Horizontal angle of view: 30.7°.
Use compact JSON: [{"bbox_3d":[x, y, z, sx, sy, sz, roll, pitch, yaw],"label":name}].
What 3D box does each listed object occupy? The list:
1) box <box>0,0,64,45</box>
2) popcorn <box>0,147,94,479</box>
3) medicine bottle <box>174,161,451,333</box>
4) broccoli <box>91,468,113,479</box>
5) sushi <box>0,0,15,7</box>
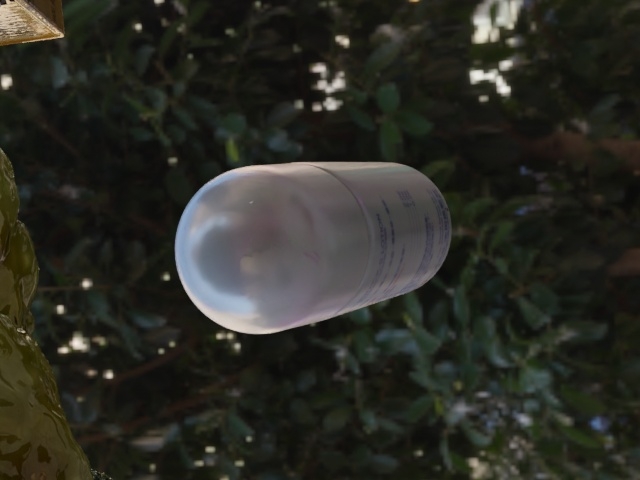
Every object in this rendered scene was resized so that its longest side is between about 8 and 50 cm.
[{"bbox_3d":[-0.277,-0.268,0.914,0.274,0.076,0.174,46,-144,-87],"label":"box"},{"bbox_3d":[-0.318,0.089,0.669,0.293,0.334,0.292,-149,50,-65],"label":"popcorn"},{"bbox_3d":[0.000,0.000,0.963,0.341,0.130,0.130,-11,-82,-67],"label":"medicine bottle"},{"bbox_3d":[-0.280,0.322,1.420,0.097,0.092,0.095,-53,-6,16],"label":"broccoli"},{"bbox_3d":[-0.267,-0.218,0.680,0.040,0.193,0.210,-48,-61,-51],"label":"sushi"}]
